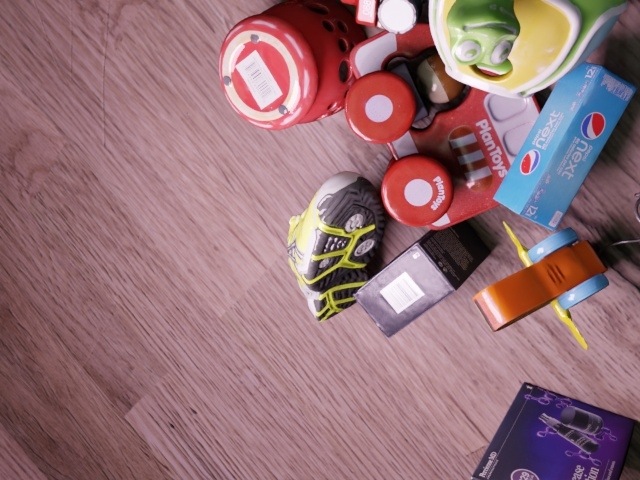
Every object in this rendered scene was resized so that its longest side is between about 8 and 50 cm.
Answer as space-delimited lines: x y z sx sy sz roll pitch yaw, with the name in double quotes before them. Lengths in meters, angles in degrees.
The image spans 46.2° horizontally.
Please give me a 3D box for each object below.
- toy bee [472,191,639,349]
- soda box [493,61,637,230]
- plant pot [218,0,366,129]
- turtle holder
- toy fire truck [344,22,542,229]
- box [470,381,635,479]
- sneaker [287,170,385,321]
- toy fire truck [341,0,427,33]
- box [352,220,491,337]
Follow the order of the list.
"toy bee" 0.342 0.059 1.048 0.162 0.298 0.195 100 163 -69
"soda box" 0.318 -0.125 0.985 0.067 0.071 0.210 22 103 -24
"plant pot" -0.043 -0.267 1.143 0.191 0.174 0.191 12 116 25
"turtle holder" 0.241 -0.281 0.861 0.243 0.320 0.227 12 117 -10
"toy fire truck" 0.184 -0.172 1.072 0.254 0.169 0.302 -23 98 11
"box" 0.347 0.345 1.124 0.184 0.261 0.103 14 119 26
"sneaker" 0.000 0.000 1.178 0.147 0.145 0.384 55 160 21
"toy fire truck" 0.037 -0.413 0.982 0.246 0.158 0.217 15 135 11
"box" 0.160 0.051 1.169 0.093 0.158 0.156 50 129 3
